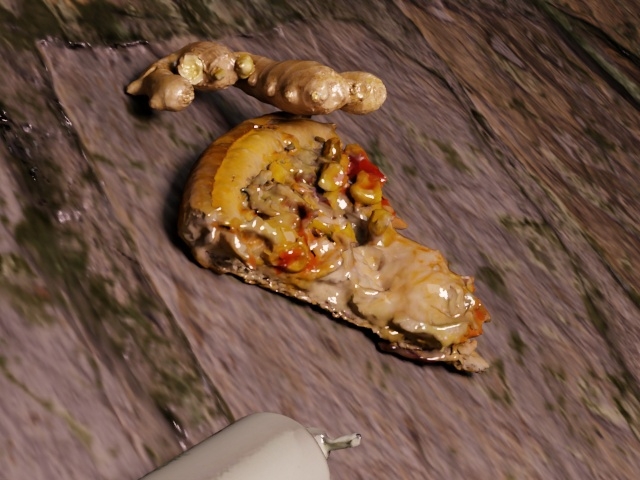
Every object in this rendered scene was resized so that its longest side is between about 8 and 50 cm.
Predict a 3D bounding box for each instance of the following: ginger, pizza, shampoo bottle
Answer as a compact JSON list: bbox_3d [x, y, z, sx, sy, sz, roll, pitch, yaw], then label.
[{"bbox_3d":[-0.060,-0.138,1.467,0.193,0.052,0.176,-6,24,-33],"label":"ginger"},{"bbox_3d":[0.000,0.000,1.383,0.287,0.074,0.251,47,31,23],"label":"pizza"},{"bbox_3d":[-0.065,0.164,1.032,0.085,0.085,0.262,43,28,12],"label":"shampoo bottle"}]
